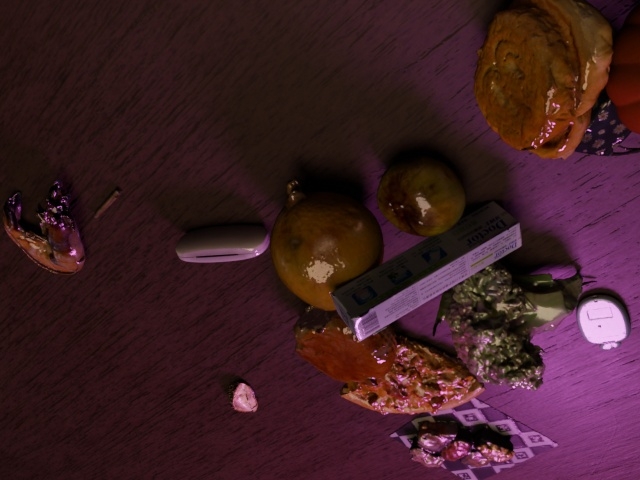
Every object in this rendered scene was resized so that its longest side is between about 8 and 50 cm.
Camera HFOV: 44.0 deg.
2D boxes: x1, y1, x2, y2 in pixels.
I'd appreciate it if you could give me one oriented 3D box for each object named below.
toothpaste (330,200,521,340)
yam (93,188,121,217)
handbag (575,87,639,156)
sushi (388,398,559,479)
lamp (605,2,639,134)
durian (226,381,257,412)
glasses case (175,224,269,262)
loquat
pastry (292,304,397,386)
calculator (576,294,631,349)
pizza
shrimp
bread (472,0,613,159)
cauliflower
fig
[{"bbox_3d":[0.185,0.049,1.350,0.336,0.081,0.067,-29,133,-12],"label":"toothpaste"},{"bbox_3d":[-0.427,-0.074,1.586,0.014,0.014,0.107,37,131,-19],"label":"yam"},{"bbox_3d":[0.455,-0.172,1.209,0.139,0.072,0.115,21,133,-11],"label":"handbag"},{"bbox_3d":[0.353,0.498,1.879,0.292,0.059,0.294,31,132,-15],"label":"sushi"},{"bbox_3d":[0.493,-0.230,1.056,0.223,0.196,0.223,0,97,0],"label":"lamp"},{"bbox_3d":[-0.197,0.387,1.951,0.066,0.052,0.130,-26,135,-13],"label":"durian"},{"bbox_3d":[-0.193,0.006,1.554,0.193,0.074,0.049,-5,128,19],"label":"glasses case"},{"bbox_3d":[0.000,0.000,1.415,0.213,0.213,0.246,-20,108,30],"label":"loquat"},{"bbox_3d":[0.053,0.201,1.615,0.218,0.100,0.229,25,143,1],"label":"pastry"},{"bbox_3d":[0.547,0.161,1.531,0.095,0.021,0.153,-11,125,25],"label":"calculator"},{"bbox_3d":[0.186,0.301,1.723,0.335,0.086,0.226,-5,132,22],"label":"pizza"},{"bbox_3d":[-0.577,-0.033,1.637,0.178,0.075,0.289,16,148,4],"label":"shrimp"},{"bbox_3d":[0.307,-0.234,1.111,0.120,0.198,0.236,-13,137,-20],"label":"bread"},{"bbox_3d":[0.363,0.136,1.461,0.315,0.239,0.257,-22,99,12],"label":"cauliflower"},{"bbox_3d":[0.171,-0.073,1.345,0.152,0.121,0.136,26,138,-10],"label":"fig"}]
